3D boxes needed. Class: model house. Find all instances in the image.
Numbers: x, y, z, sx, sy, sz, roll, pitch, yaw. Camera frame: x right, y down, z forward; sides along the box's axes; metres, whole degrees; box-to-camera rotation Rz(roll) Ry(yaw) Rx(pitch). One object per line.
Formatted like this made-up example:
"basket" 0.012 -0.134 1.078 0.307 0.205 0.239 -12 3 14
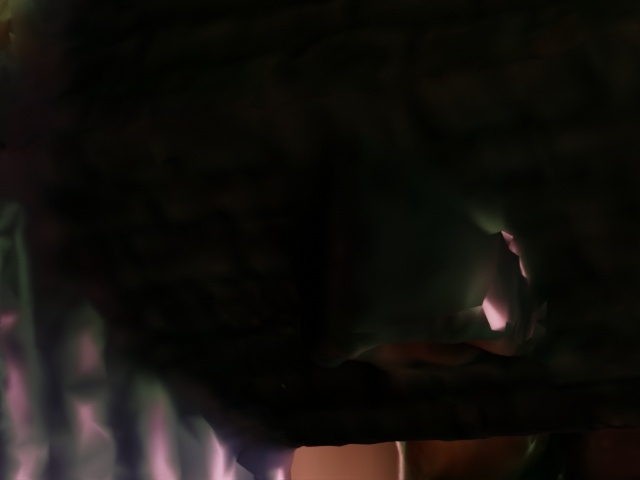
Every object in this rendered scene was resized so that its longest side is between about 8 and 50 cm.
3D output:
"model house" 0.000 0.000 0.617 0.343 0.382 0.334 11 72 -62
